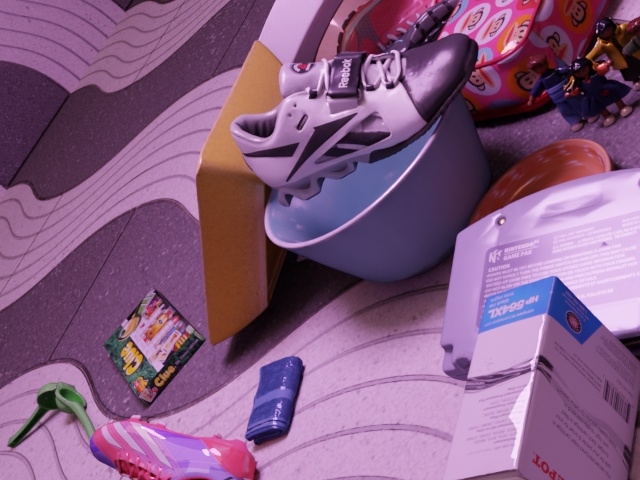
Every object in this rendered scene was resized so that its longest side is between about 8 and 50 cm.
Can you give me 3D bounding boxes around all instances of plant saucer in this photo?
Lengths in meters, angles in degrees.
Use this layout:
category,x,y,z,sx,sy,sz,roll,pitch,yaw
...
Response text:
category,x,y,z,sx,sy,sz,roll,pitch,yaw
plant saucer,-0.090,-0.066,1.641,0.081,0.332,0.332,8,40,9
plant saucer,0.254,-0.031,1.298,0.200,0.037,0.200,-35,28,22

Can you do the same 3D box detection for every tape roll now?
category,x,y,z,sx,sy,sz,roll,pitch,yaw
tape roll,0.014,-0.380,1.885,0.392,0.072,0.392,-56,-8,-12

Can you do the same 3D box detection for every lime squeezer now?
category,x,y,z,sx,sy,sz,roll,pitch,yaw
lime squeezer,-0.446,0.288,1.907,0.310,0.059,0.110,-13,42,49

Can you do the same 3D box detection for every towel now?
category,x,y,z,sx,sy,sz,roll,pitch,yaw
towel,-0.060,0.204,1.461,0.067,0.029,0.119,-27,32,34

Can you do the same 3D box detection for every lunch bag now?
category,x,y,z,sx,sy,sz,roll,pitch,yaw
lunch bag,0.262,-0.302,1.574,0.258,0.120,0.293,-6,48,55

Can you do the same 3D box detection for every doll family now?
category,x,y,z,sx,sy,sz,roll,pitch,yaw
doll family,0.331,-0.205,1.339,0.193,0.111,0.076,-38,27,20

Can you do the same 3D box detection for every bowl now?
category,x,y,z,sx,sy,sz,roll,pitch,yaw
bowl,0.095,-0.068,1.452,0.311,0.163,0.311,-37,28,23

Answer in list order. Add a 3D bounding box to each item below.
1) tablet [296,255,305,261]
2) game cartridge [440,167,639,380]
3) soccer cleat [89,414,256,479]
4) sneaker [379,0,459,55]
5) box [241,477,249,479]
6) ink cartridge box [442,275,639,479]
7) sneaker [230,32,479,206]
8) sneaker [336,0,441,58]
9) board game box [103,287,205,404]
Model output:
category,x,y,z,sx,sy,sz,roll,pitch,yaw
tablet,0.000,0.000,1.683,0.083,0.006,0.054,-23,34,40
game cartridge,0.257,0.030,1.137,0.294,0.060,0.196,-16,54,41
soccer cleat,-0.197,0.283,1.425,0.248,0.083,0.095,3,45,25
sneaker,0.149,-0.298,1.767,0.267,0.101,0.106,-41,24,13
box,-0.059,0.349,1.245,0.136,0.036,0.225,-56,26,-17
ink cartridge box,0.198,0.158,0.988,0.086,0.148,0.203,-21,36,42
sneaker,0.029,-0.167,1.346,0.330,0.146,0.122,-31,29,28
sneaker,0.141,-0.363,1.858,0.136,0.116,0.313,23,78,43
board game box,-0.276,0.167,1.850,0.136,0.030,0.260,-52,26,-4
